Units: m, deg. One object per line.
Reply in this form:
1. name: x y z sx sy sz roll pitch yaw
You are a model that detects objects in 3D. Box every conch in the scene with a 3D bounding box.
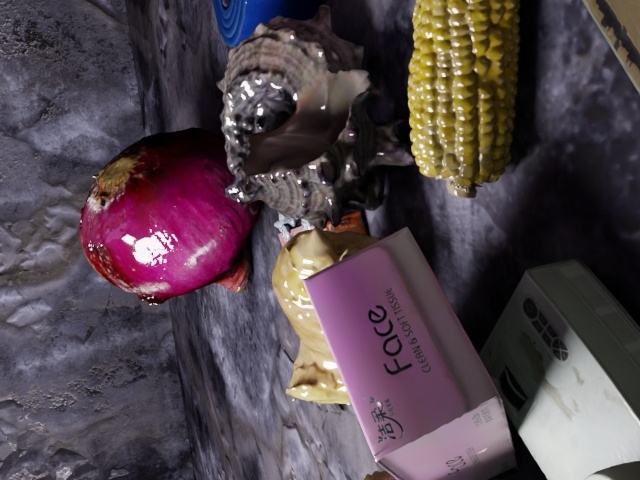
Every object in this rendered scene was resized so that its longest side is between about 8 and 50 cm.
1. conch: -0.011 -0.135 0.737 0.313 0.186 0.241 -127 45 -56

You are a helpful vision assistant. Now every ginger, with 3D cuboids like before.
1. ginger: 0.027 0.082 0.714 0.137 0.152 0.267 13 127 27

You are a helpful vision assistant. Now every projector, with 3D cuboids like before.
1. projector: 0.184 0.104 0.457 0.115 0.061 0.147 104 149 -45

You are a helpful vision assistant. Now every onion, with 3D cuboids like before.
1. onion: -0.247 -0.020 1.254 0.385 0.347 0.348 47 -177 -38

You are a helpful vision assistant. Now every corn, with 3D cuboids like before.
1. corn: 0.110 -0.173 0.497 0.086 0.086 0.289 -144 51 -61

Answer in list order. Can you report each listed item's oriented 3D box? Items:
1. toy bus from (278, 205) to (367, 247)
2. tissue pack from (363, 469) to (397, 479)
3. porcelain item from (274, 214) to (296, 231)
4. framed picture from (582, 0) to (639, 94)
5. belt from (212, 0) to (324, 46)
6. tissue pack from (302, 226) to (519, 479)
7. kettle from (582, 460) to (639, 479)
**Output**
1. toy bus: 0.000 0.000 0.886 0.192 0.065 0.077 -16 91 69
2. tissue pack: 0.079 0.314 0.636 0.325 0.071 0.170 66 -172 -74
3. porcelain item: -0.051 -0.034 1.044 0.036 0.028 0.083 37 148 12
4. framed picture: 0.158 -0.100 0.279 0.247 0.022 0.335 33 -145 -61
5. belt: -0.070 -0.413 0.807 0.212 0.117 0.347 -123 30 -49
6. tissue pack: 0.082 0.116 0.539 0.149 0.092 0.246 67 -174 34
7. kettle: 0.203 0.318 0.349 0.265 0.205 0.318 -68 -12 -50
